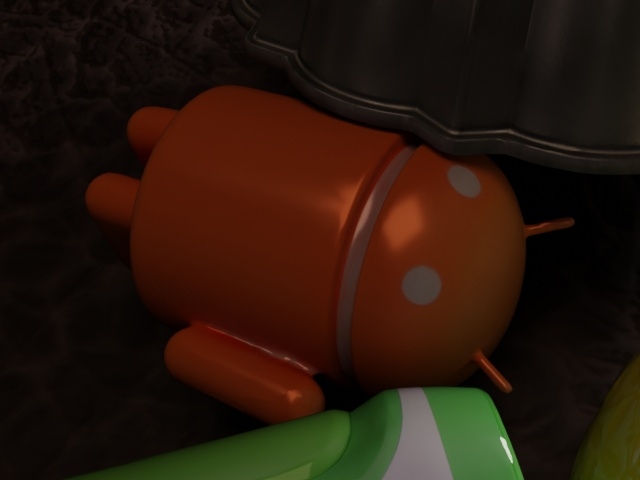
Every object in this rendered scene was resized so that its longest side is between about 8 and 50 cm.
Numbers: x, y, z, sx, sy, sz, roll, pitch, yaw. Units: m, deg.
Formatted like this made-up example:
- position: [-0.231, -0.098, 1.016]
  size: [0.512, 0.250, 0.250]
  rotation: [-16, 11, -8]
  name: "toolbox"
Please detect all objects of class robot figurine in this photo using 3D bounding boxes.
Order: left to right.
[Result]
- position: [0.001, -0.002, 0.558]
  size: [0.220, 0.128, 0.158]
  rotation: [16, 25, 23]
  name: "robot figurine"

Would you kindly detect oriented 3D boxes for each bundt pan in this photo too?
- position: [0.120, -0.164, 0.595]
  size: [0.331, 0.124, 0.330]
  rotation: [3, 34, -2]
  name: "bundt pan"

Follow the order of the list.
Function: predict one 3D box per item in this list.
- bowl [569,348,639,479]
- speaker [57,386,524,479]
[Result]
- position: [0.229, 0.093, 0.418]
  size: [0.290, 0.156, 0.289]
  rotation: [-5, 51, 7]
  name: "bowl"
- position: [-0.067, 0.144, 0.455]
  size: [0.297, 0.131, 0.131]
  rotation: [-14, 50, 0]
  name: "speaker"
